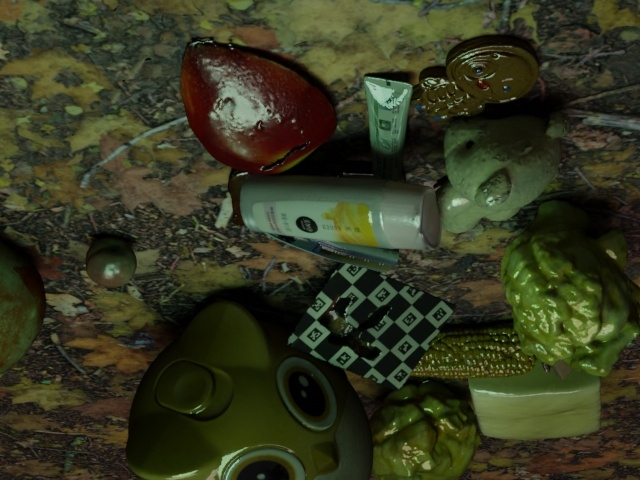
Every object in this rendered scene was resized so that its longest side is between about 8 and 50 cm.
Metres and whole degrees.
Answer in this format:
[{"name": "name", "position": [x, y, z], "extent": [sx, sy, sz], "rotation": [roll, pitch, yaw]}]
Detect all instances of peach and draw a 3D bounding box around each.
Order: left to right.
[{"name": "peach", "position": [-0.329, 0.037, 1.834], "extent": [0.083, 0.083, 0.083], "rotation": [0, 152, 0]}, {"name": "peach", "position": [-0.086, -0.155, 1.487], "extent": [0.189, 0.068, 0.279], "rotation": [-17, 148, 26]}]

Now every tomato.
[{"name": "tomato", "position": [-0.572, 0.116, 1.839], "extent": [0.270, 0.223, 0.270], "rotation": [3, 153, 2]}]

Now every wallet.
[{"name": "wallet", "position": [-0.005, -0.067, 1.686], "extent": [0.255, 0.031, 0.137], "rotation": [-2, 148, 0]}]

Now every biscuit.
[{"name": "biscuit", "position": [0.191, -0.195, 1.449], "extent": [0.124, 0.026, 0.175], "rotation": [24, 144, -36]}]

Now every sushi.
[{"name": "sushi", "position": [0.079, 0.140, 2.015], "extent": [0.279, 0.043, 0.193], "rotation": [23, 106, -36]}]

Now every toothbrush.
[{"name": "toothbrush", "position": [-0.114, 0.124, 2.066], "extent": [0.167, 0.014, 0.011], "rotation": [17, 157, -28]}]

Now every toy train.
[{"name": "toy train", "position": [0.000, -0.001, 1.796], "extent": [0.251, 0.048, 0.055], "rotation": [14, 147, -23]}]

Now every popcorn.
[{"name": "popcorn", "position": [0.204, 0.411, 2.402], "extent": [0.252, 0.215, 0.286], "rotation": [-25, 147, 29]}, {"name": "popcorn", "position": [0.371, 0.077, 1.731], "extent": [0.195, 0.255, 0.256], "rotation": [-21, 152, 37]}]

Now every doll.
[{"name": "doll", "position": [0.225, -0.088, 1.580], "extent": [0.149, 0.175, 0.278], "rotation": [38, 162, 9]}]

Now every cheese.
[{"name": "cheese", "position": [0.415, 0.290, 2.263], "extent": [0.242, 0.124, 0.265], "rotation": [-8, 152, 9]}]

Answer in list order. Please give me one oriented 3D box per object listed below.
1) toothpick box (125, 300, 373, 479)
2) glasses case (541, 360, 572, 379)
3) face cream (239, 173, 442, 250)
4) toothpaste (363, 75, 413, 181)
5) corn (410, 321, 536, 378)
[{"name": "toothpick box", "position": [-0.125, 0.344, 2.062], "extent": [0.408, 0.409, 0.425], "rotation": [-12, 144, 23]}, {"name": "glasses case", "position": [0.402, 0.177, 2.066], "extent": [0.102, 0.070, 0.193], "rotation": [-46, 143, -4]}, {"name": "face cream", "position": [0.027, -0.042, 1.569], "extent": [0.269, 0.073, 0.107], "rotation": [6, 143, 23]}, {"name": "toothpaste", "position": [0.089, -0.139, 1.537], "extent": [0.064, 0.041, 0.218], "rotation": [12, 147, 11]}, {"name": "corn", "position": [0.239, 0.205, 2.125], "extent": [0.312, 0.102, 0.102], "rotation": [-5, 152, 10]}]
